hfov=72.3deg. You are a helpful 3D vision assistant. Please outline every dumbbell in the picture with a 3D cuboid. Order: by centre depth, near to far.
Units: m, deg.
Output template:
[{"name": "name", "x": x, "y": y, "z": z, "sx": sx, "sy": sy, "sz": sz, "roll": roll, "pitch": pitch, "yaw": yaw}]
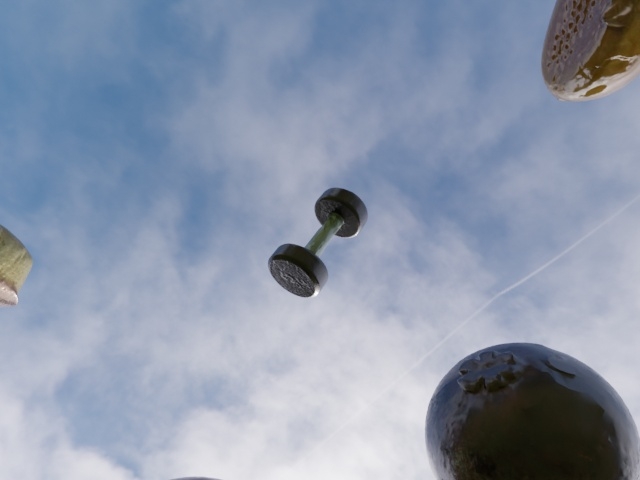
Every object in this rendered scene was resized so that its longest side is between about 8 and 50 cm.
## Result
[{"name": "dumbbell", "x": 0.000, "y": 0.000, "z": 0.756, "sx": 0.100, "sy": 0.100, "sz": 0.191, "roll": 28, "pitch": -127, "yaw": 12}]

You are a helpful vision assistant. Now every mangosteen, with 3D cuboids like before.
[{"name": "mangosteen", "x": 0.329, "y": 0.337, "z": 0.682, "sx": 0.306, "sy": 0.306, "sz": 0.359, "roll": -26, "pitch": -81, "yaw": 12}]

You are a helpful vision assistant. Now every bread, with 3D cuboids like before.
[{"name": "bread", "x": 0.247, "y": -0.201, "z": 0.353, "sx": 0.078, "sy": 0.189, "sz": 0.114, "roll": 4, "pitch": -132, "yaw": -5}, {"name": "bread", "x": -0.691, "y": 0.032, "z": 0.819, "sx": 0.270, "sy": 0.269, "sz": 0.148, "roll": 5, "pitch": -121, "yaw": 14}]

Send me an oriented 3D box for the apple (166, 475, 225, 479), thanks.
[{"name": "apple", "x": -0.138, "y": 0.369, "z": 0.411, "sx": 0.260, "sy": 0.260, "sz": 0.216, "roll": -37, "pitch": -56, "yaw": 11}]
